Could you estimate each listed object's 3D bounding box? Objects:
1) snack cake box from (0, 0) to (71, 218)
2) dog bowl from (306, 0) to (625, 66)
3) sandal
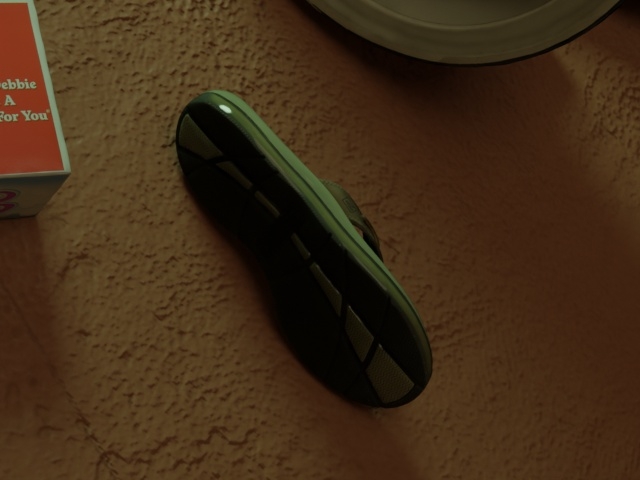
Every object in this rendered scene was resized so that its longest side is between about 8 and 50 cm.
[{"bbox_3d":[-0.329,-0.093,1.116,0.264,0.089,0.152,-6,72,-31],"label":"snack cake box"},{"bbox_3d":[0.124,-0.364,1.313,0.408,0.408,0.150,46,36,-6],"label":"dog bowl"},{"bbox_3d":[0.000,-0.002,1.255,0.086,0.120,0.303,-32,87,-49],"label":"sandal"}]
